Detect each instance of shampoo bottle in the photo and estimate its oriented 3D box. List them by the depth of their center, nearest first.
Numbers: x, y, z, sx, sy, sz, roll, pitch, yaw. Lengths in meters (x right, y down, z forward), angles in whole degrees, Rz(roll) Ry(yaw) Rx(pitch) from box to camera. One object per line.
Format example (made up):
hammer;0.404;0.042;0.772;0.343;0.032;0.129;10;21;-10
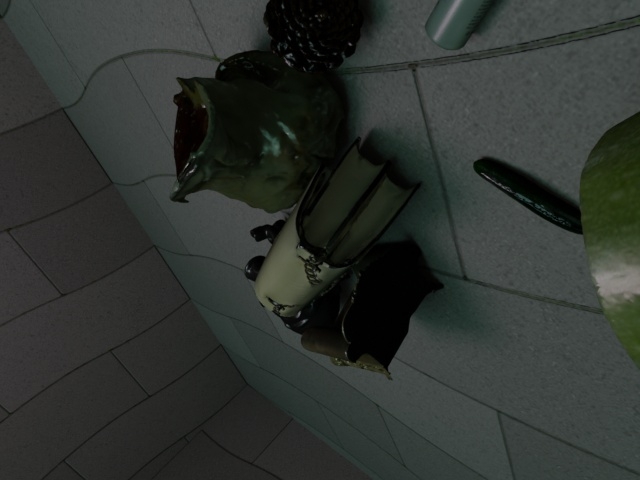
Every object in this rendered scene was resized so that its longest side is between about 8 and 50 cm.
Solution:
shampoo bottle;0.173;-0.286;0.464;0.056;0.056;0.195;45;151;8

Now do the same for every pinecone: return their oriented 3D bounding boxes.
pinecone;-0.012;-0.302;0.641;0.140;0.140;0.121;53;-179;-7

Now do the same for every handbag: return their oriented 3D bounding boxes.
handbag;0.000;0.000;0.866;0.160;0.237;0.358;36;152;-1

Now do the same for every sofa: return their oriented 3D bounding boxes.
sofa;0.082;0.124;0.911;0.182;0.258;0.200;43;156;-18

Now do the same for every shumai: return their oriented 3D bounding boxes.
shumai;-0.141;-0.139;0.796;0.291;0.289;0.330;23;142;7

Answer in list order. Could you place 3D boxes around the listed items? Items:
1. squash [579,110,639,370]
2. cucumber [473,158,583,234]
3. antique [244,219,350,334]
squash;0.392;-0.037;0.241;0.263;0.263;0.384;51;152;-4
cucumber;0.284;-0.058;0.615;0.184;0.036;0.033;39;144;21
antique;-0.055;0.113;1.183;0.255;0.185;0.322;37;152;37
